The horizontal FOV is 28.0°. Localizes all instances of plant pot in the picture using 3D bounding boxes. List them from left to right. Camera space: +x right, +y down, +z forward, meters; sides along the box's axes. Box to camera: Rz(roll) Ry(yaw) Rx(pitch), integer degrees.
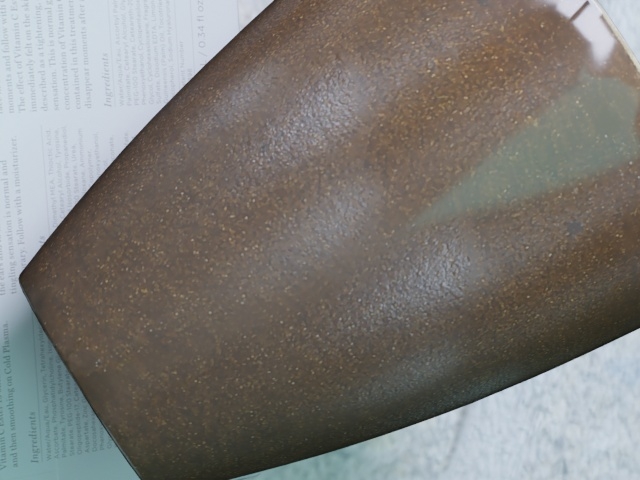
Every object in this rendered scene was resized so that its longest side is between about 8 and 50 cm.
[{"bbox_3d":[0.000,0.000,0.543,0.230,0.215,0.215,-32,112,-8],"label":"plant pot"}]

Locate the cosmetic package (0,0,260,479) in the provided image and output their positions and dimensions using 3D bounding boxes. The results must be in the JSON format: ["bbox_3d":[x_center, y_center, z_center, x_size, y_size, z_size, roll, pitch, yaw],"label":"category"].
[{"bbox_3d":[-0.180,-0.054,0.584,0.284,0.097,0.377,-7,99,-31],"label":"cosmetic package"}]
